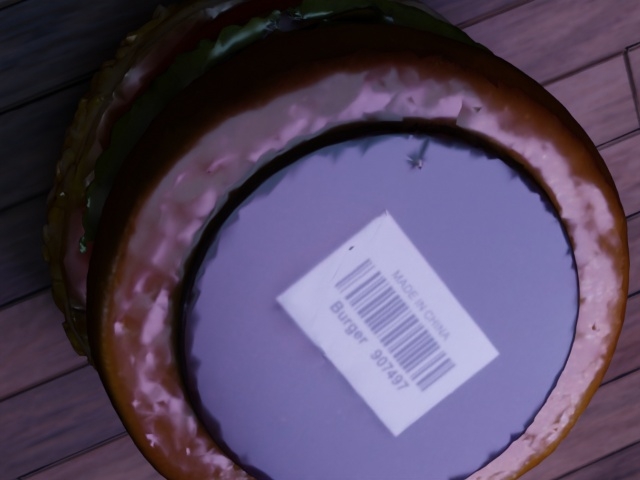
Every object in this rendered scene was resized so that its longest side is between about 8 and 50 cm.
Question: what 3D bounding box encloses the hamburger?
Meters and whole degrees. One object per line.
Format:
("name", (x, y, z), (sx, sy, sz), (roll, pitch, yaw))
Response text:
("hamburger", (0.000, 0.000, 1.033), (0.330, 0.250, 0.330), (-5, 112, -12))
